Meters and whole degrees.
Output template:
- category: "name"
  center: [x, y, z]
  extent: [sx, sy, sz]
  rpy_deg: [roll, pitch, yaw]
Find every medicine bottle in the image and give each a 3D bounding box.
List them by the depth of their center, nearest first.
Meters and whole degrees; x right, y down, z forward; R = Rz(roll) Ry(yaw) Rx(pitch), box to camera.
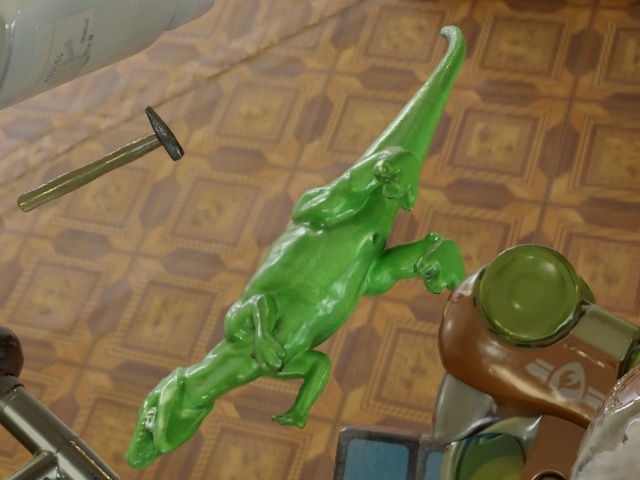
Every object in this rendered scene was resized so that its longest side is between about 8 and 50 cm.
- category: "medicine bottle"
  center: [-0.224, -0.223, 1.030]
  extent: [0.111, 0.161, 0.296]
  rpy_deg: [48, 43, 7]

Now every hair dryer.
- category: "hair dryer"
  center: [-0.449, 0.283, 1.492]
  extent: [0.320, 0.284, 0.156]
  rpy_deg: [43, 117, 25]

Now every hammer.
- category: "hammer"
  center: [-0.237, -0.076, 1.135]
  extent: [0.198, 0.062, 0.013]
  rpy_deg: [-22, 21, 21]

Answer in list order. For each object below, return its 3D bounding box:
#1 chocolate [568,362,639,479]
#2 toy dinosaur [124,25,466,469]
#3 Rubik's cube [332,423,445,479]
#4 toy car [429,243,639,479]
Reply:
- category: "chocolate"
  center: [0.191, 0.154, 0.432]
  extent: [0.185, 0.303, 0.100]
  rpy_deg: [-1, 30, 13]
- category: "toy dinosaur"
  center: [0.000, 0.000, 1.147]
  extent: [0.374, 0.144, 0.500]
  rpy_deg: [-33, 23, 33]
- category: "Rubik's cube"
  center: [0.162, 0.407, 1.426]
  extent: [0.305, 0.304, 0.301]
  rpy_deg: [6, 82, 9]
- category: "toy car"
  center: [0.163, 0.134, 0.740]
  extent: [0.235, 0.145, 0.235]
  rpy_deg: [-3, 80, 18]
